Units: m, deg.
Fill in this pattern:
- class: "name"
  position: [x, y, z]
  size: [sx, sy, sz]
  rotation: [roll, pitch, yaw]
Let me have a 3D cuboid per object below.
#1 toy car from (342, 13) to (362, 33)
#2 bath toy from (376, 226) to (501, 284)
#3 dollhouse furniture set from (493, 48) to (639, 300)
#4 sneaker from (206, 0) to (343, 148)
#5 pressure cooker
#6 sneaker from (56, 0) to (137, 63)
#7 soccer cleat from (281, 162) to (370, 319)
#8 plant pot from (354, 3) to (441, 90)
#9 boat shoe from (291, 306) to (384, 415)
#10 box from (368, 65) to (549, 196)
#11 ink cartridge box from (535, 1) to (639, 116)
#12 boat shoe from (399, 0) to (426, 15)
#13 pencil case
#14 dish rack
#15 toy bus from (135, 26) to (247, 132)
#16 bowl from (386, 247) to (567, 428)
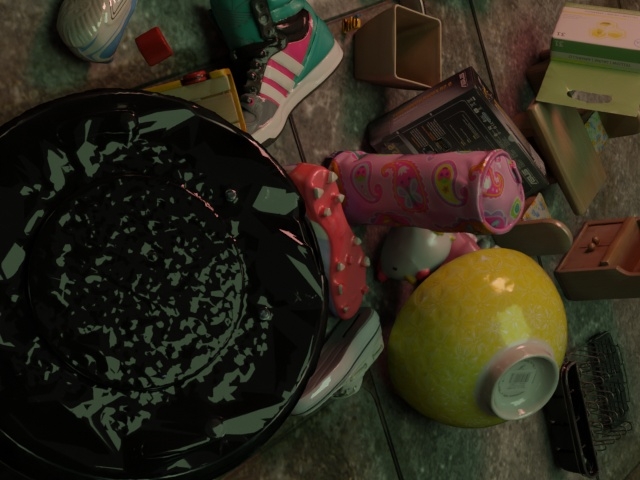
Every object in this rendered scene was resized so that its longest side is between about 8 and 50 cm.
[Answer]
- class: "toy car"
  position: [0.075, -0.355, 1.765]
  size: [0.060, 0.040, 0.122]
  rotation: [30, 64, -41]
- class: "bath toy"
  position: [0.213, 0.061, 1.818]
  size: [0.348, 0.129, 0.151]
  rotation: [28, 22, -44]
- class: "dollhouse furniture set"
  position: [0.488, -0.098, 2.020]
  size: [0.362, 0.256, 0.394]
  rotation: [-50, 121, -37]
- class: "sneaker"
  position: [-0.096, -0.231, 1.511]
  size: [0.295, 0.123, 0.178]
  rotation: [-53, 122, -36]
- class: "pressure cooker"
  position: [-0.215, 0.081, 1.165]
  size: [0.369, 0.420, 0.376]
  rotation: [-26, 87, -21]
- class: "sneaker"
  position: [-0.245, -0.322, 1.392]
  size: [0.086, 0.085, 0.237]
  rotation: [45, 60, -69]
- class: "soccer cleat"
  position: [0.000, 0.000, 1.631]
  size: [0.083, 0.095, 0.248]
  rotation: [-45, 132, -35]
- class: "plant pot"
  position: [0.109, -0.277, 1.752]
  size: [0.109, 0.096, 0.109]
  rotation: [7, 81, -47]
- class: "boat shoe"
  position: [0.030, 0.182, 1.631]
  size: [0.226, 0.083, 0.076]
  rotation: [-44, 116, -41]
- class: "box"
  position: [0.211, -0.130, 1.782]
  size: [0.231, 0.183, 0.056]
  rotation: [45, 29, -33]
- class: "ink cartridge box"
  position: [0.467, -0.307, 1.969]
  size: [0.235, 0.171, 0.056]
  rotation: [-61, 156, -44]
- class: "boat shoe"
  position: [0.142, -0.394, 1.838]
  size: [0.038, 0.046, 0.125]
  rotation: [-30, 99, -39]
- class: "pencil case"
  position: [0.138, -0.071, 1.630]
  size: [0.124, 0.284, 0.124]
  rotation: [-5, 97, -48]
- class: "dish rack"
  position: [0.498, 0.284, 2.126]
  size: [0.271, 0.074, 0.208]
  rotation: [-21, 102, -46]
- class: "toy bus"
  position: [-0.184, -0.138, 1.399]
  size: [0.202, 0.104, 0.191]
  rotation: [31, 98, -4]
- class: "bowl"
  position: [0.258, 0.173, 1.723]
  size: [0.289, 0.156, 0.290]
  rotation: [-13, 124, -21]
